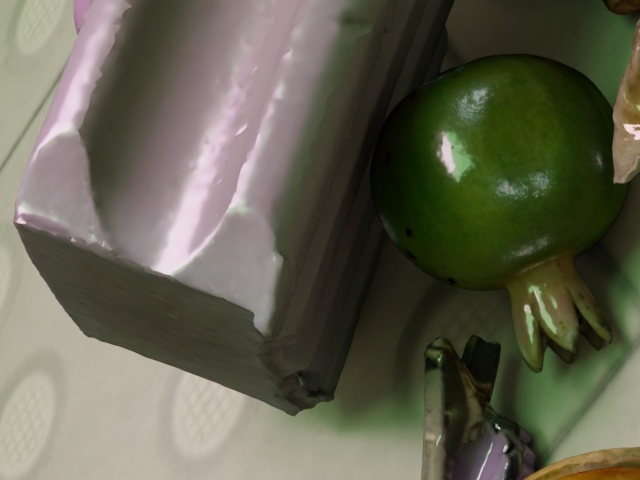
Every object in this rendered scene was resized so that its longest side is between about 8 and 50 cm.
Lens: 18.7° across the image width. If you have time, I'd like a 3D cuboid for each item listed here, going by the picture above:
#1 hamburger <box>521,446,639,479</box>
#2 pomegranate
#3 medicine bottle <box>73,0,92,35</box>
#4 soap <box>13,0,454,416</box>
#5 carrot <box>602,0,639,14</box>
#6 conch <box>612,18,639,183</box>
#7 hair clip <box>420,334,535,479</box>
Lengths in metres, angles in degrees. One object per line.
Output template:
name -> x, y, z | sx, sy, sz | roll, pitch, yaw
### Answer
hamburger -> 0.142, 0.222, 1.171 | 0.283, 0.156, 0.144 | -46, -7, -5
pomegranate -> 0.137, -0.019, 1.374 | 0.187, 0.187, 0.225 | -33, 74, 41
medicine bottle -> -0.108, -0.170, 1.788 | 0.178, 0.178, 0.290 | -57, 34, 15
soap -> -0.039, -0.126, 1.456 | 0.213, 0.350, 0.435 | 17, 77, 13
carrot -> 0.205, -0.233, 1.489 | 0.060, 0.060, 0.186 | -53, 36, 21
conch -> 0.318, -0.139, 1.167 | 0.263, 0.186, 0.324 | 53, 129, 35
hair clip -> 0.088, 0.208, 1.378 | 0.106, 0.084, 0.292 | 3, 78, 51
